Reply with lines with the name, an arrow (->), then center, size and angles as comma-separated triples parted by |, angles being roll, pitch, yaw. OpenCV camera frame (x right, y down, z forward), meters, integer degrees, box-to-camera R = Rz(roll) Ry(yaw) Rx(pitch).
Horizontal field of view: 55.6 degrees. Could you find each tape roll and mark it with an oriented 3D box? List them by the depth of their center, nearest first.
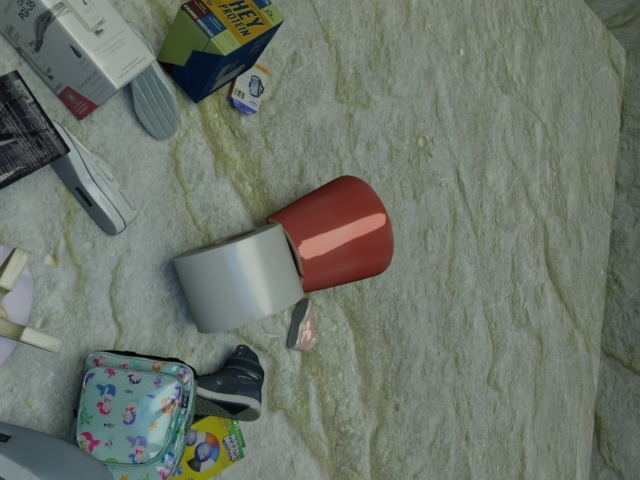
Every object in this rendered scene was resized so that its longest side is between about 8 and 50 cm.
tape roll -> -0.175, 0.077, 1.312 | 0.246, 0.246, 0.169 | -24, 100, -39

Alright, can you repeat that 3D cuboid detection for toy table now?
toy table -> -0.580, 0.129, 1.031 | 0.252, 0.161, 0.274 | 19, 73, -36

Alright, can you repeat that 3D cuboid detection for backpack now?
backpack -> -0.356, 0.347, 1.153 | 0.225, 0.191, 0.253 | 10, 82, -4

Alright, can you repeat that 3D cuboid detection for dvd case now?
dvd case -> -0.561, -0.170, 1.022 | 0.221, 0.018, 0.164 | -43, 112, -37

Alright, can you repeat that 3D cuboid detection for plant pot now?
plant pot -> 0.000, 0.000, 1.469 | 0.243, 0.275, 0.274 | -21, 97, -29

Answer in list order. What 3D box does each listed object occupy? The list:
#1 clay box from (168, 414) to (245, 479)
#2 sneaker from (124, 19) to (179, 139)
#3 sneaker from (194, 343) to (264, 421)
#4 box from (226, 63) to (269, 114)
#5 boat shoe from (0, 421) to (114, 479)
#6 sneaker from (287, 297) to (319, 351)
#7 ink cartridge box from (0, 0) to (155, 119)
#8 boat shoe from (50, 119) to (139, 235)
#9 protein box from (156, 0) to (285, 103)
clay box -> -0.258, 0.448, 1.317 | 0.222, 0.053, 0.127 | -21, 97, -38
sneaker -> -0.370, -0.349, 1.311 | 0.094, 0.091, 0.258 | -15, 118, 0
sneaker -> -0.234, 0.301, 1.342 | 0.226, 0.086, 0.163 | 15, 41, -8
box -> -0.182, -0.380, 1.511 | 0.081, 0.028, 0.136 | 26, 71, -34
boat shoe -> -0.529, 0.400, 0.989 | 0.367, 0.136, 0.156 | 20, 96, -5
sneaker -> -0.034, 0.216, 1.534 | 0.070, 0.051, 0.134 | 26, 72, -36
ink cartridge box -> -0.484, -0.396, 1.150 | 0.283, 0.207, 0.117 | 51, 55, -21
boat shoe -> -0.461, -0.134, 1.218 | 0.084, 0.095, 0.258 | -48, 124, -37
protein box -> -0.224, -0.448, 1.357 | 0.136, 0.200, 0.201 | 48, 55, -5
